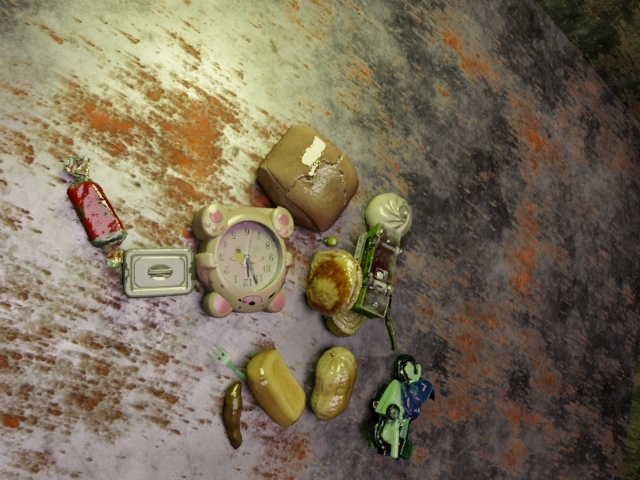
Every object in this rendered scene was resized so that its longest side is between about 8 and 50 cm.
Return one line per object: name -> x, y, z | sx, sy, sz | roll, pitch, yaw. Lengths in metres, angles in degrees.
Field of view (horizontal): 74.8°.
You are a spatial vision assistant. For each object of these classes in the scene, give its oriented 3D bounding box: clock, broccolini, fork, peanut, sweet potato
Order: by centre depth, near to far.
sweet potato -> -0.240, 0.485, 1.150 | 0.053, 0.054, 0.181 | 1, 86, -21
clock -> -0.211, 0.055, 1.174 | 0.284, 0.114, 0.309 | 1, 84, -36
fork -> -0.225, 0.379, 1.189 | 0.235, 0.021, 0.039 | 47, 67, -17
peanut -> 0.039, 0.435, 1.273 | 0.129, 0.129, 0.224 | 20, 72, -27
broccolini -> 0.237, 0.280, 1.463 | 0.042, 0.044, 0.217 | -11, 95, -46

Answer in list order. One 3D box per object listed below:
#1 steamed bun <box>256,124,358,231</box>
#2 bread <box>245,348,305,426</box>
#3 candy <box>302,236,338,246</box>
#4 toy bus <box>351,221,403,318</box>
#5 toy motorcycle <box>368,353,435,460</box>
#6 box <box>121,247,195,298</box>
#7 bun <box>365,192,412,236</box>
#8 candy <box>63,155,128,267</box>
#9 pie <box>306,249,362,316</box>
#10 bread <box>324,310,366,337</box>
steamed bun -> -0.021, -0.184, 1.267 | 0.301, 0.199, 0.251 | 43, 66, -20
bread -> -0.132, 0.418, 1.184 | 0.217, 0.098, 0.147 | 62, 25, -10
candy -> 0.000, 0.000, 1.360 | 0.123, 0.035, 0.035 | 6, 78, -21
toy bus -> 0.167, 0.099, 1.349 | 0.113, 0.139, 0.301 | 26, 62, -19
toy motorcycle -> 0.278, 0.560, 1.405 | 0.196, 0.125, 0.331 | 36, 64, -21
box -> -0.417, 0.083, 1.071 | 0.172, 0.093, 0.123 | 1, 83, -30
bun -> 0.250, -0.086, 1.460 | 0.173, 0.120, 0.172 | 5, 79, -30
candy -> -0.551, -0.068, 1.031 | 0.086, 0.059, 0.292 | -28, 97, -28
pie -> 0.034, 0.128, 1.274 | 0.084, 0.179, 0.205 | 25, 75, -58
bread -> 0.086, 0.238, 1.357 | 0.156, 0.064, 0.117 | -35, 97, -35
